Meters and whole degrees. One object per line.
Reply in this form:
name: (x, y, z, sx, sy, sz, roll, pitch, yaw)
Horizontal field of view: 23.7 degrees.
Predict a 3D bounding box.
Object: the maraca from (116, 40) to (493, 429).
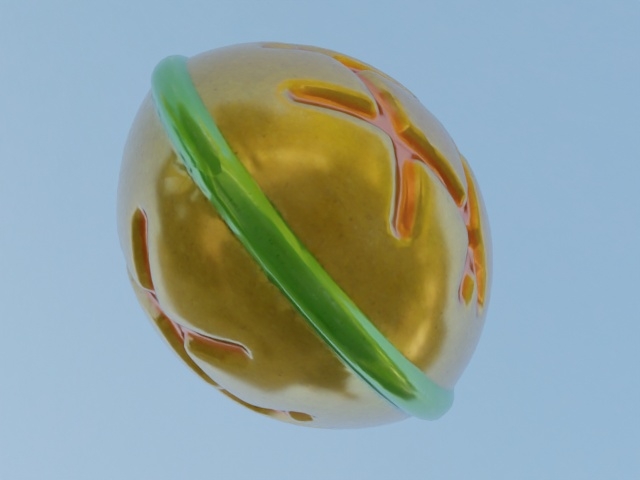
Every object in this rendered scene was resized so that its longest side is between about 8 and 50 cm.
maraca: (0.000, 0.000, 0.455, 0.099, 0.185, 0.127, -35, -99, 7)
